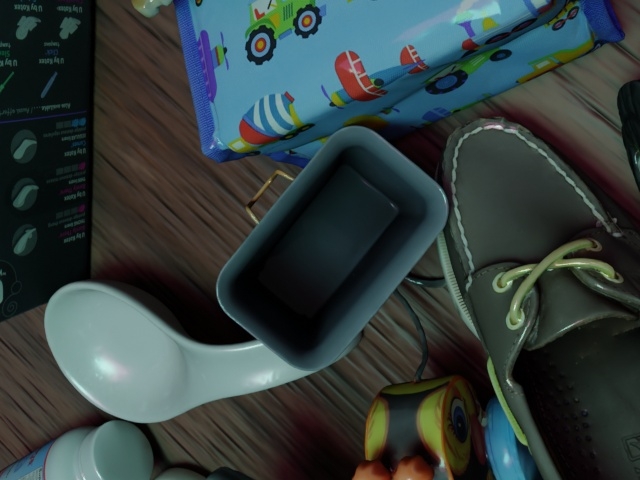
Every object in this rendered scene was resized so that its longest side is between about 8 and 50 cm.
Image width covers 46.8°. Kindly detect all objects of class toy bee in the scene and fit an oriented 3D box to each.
[{"bbox_3d":[0.070,0.152,0.481,0.195,0.162,0.298,-39,86,29],"label":"toy bee"}]

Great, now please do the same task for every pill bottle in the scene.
[{"bbox_3d":[-0.229,0.223,0.675,0.160,0.087,0.087,-32,89,27],"label":"pill bottle"}]

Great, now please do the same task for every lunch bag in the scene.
[{"bbox_3d":[0.016,-0.218,0.444,0.220,0.138,0.294,-21,81,29],"label":"lunch bag"}]

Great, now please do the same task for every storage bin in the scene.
[{"bbox_3d":[0.000,0.000,0.466,0.098,0.091,0.135,39,89,-3],"label":"storage bin"}]

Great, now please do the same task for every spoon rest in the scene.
[{"bbox_3d":[-0.110,0.083,0.581,0.276,0.084,0.137,-10,111,25],"label":"spoon rest"}]

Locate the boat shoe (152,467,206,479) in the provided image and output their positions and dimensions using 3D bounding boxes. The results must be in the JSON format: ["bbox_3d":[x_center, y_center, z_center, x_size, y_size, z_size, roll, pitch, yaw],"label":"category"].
[{"bbox_3d":[-0.140,0.383,0.637,0.127,0.158,0.341,4,105,23],"label":"boat shoe"}]

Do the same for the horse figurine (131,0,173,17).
[{"bbox_3d":[-0.073,-0.240,0.401,0.174,0.066,0.263,-34,59,26],"label":"horse figurine"}]

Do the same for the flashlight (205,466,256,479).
[{"bbox_3d":[0.042,0.255,0.448,0.304,0.103,0.103,26,100,18],"label":"flashlight"}]

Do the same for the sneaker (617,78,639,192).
[{"bbox_3d":[0.265,0.038,0.396,0.121,0.111,0.300,-20,100,19],"label":"sneaker"}]

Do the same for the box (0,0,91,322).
[{"bbox_3d":[-0.293,-0.085,0.591,0.165,0.143,0.271,13,109,21],"label":"box"}]

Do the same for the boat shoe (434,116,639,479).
[{"bbox_3d":[0.142,0.057,0.391,0.116,0.097,0.325,-22,65,9],"label":"boat shoe"}]
